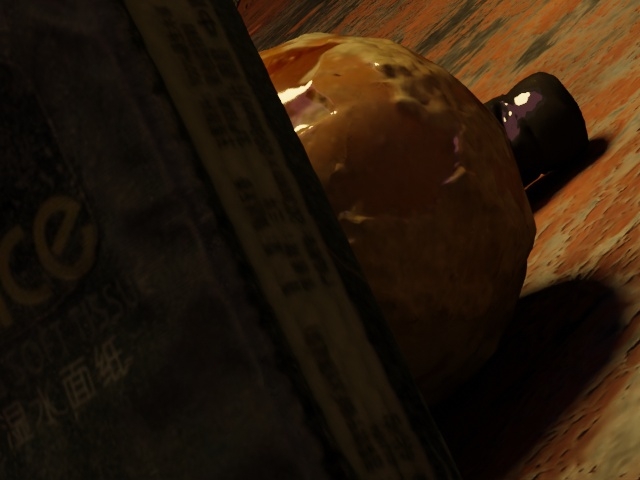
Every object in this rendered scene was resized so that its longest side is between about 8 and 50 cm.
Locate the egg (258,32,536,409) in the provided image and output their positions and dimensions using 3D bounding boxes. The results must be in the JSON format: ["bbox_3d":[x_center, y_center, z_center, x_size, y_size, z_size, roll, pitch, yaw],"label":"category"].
[{"bbox_3d":[0.000,0.000,0.915,0.195,0.195,0.233,-44,14,-20],"label":"egg"}]

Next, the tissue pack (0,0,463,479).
[{"bbox_3d":[-0.094,0.032,0.797,0.228,0.316,0.103,-32,-12,34],"label":"tissue pack"}]

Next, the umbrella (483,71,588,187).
[{"bbox_3d":[0.002,0.027,1.102,0.357,0.106,0.113,-32,21,2],"label":"umbrella"}]
